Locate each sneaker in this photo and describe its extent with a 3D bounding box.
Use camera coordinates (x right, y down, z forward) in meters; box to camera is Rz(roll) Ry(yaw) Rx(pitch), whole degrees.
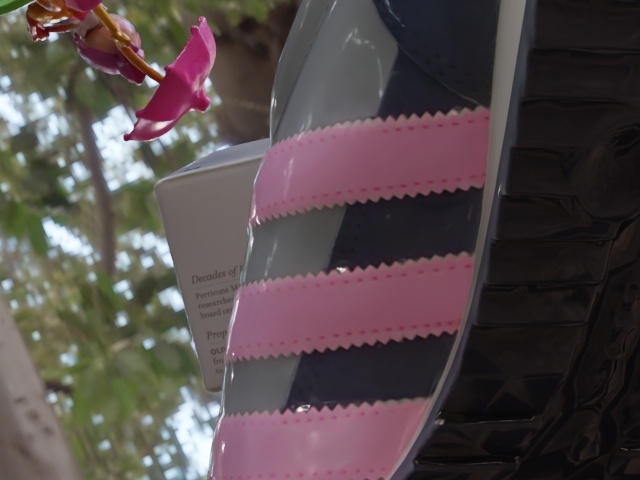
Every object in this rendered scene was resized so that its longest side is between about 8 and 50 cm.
[{"bbox_3d":[0.026,0.016,0.425,0.112,0.131,0.319,9,-65,-31],"label":"sneaker"}]

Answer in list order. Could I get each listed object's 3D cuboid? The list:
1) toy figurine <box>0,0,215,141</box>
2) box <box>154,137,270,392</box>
[{"bbox_3d":[-0.133,-0.126,0.976,0.130,0.173,0.159,-52,-48,-15],"label":"toy figurine"},{"bbox_3d":[0.000,0.000,0.686,0.102,0.087,0.101,-14,7,11],"label":"box"}]
